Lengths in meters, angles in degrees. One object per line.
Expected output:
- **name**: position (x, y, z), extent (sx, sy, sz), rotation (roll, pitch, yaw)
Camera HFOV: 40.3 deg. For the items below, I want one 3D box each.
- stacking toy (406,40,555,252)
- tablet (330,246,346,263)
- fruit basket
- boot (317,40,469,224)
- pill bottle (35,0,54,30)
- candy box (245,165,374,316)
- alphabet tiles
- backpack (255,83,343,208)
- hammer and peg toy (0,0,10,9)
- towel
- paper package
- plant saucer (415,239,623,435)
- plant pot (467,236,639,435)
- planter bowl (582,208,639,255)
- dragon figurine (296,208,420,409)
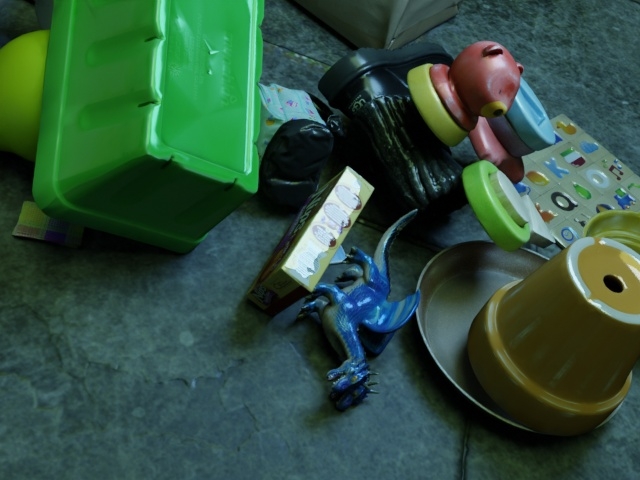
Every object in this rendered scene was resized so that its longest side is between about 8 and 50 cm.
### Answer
- **stacking toy**: position (0.279, -0.135, 1.223), extent (0.309, 0.130, 0.280), rotation (3, 61, -59)
- **tablet**: position (0.000, 0.000, 1.220), extent (0.054, 0.006, 0.083), rotation (-6, 54, -27)
- **fruit basket**: position (-0.270, -0.178, 1.117), extent (0.283, 0.392, 0.392), rotation (18, 39, -44)
- **boot**: position (0.164, -0.163, 1.339), extent (0.348, 0.131, 0.260), rotation (-21, 70, -52)
- **pill bottle**: position (-0.331, -0.379, 1.340), extent (0.121, 0.121, 0.216), rotation (32, 44, 7)
- **candy box**: position (-0.012, 0.001, 1.116), extent (0.053, 0.109, 0.187), rotation (38, 56, -11)
- **alphabet tiles**: position (0.417, -0.102, 1.476), extent (0.285, 0.011, 0.342), rotation (-28, 65, -37)
- **backpack**: position (-0.052, -0.152, 1.242), extent (0.115, 0.152, 0.182), rotation (15, 32, -26)
- **hammer and peg toy**: position (-0.573, -0.414, 1.220), extent (0.361, 0.127, 0.266), rotation (41, 82, 17)
- **towel**: position (-0.340, -0.020, 1.099), extent (0.083, 0.009, 0.060), rotation (11, 46, -13)
- **paper package**: position (0.092, -0.522, 1.612), extent (0.325, 0.168, 0.309), rotation (39, 46, 15)
- **plant saucer**: position (0.266, 0.132, 1.179), extent (0.310, 0.050, 0.311), rotation (11, 47, -12)
- **plant pot**: position (0.310, 0.101, 1.060), extent (0.205, 0.188, 0.205), rotation (11, 47, -12)
- **planter bowl**: position (0.468, 0.062, 1.292), extent (0.217, 0.090, 0.217), rotation (11, 46, -11)
- **dragon figurine**: position (0.070, 0.088, 1.112), extent (0.144, 0.085, 0.289), rotation (39, 52, 12)
